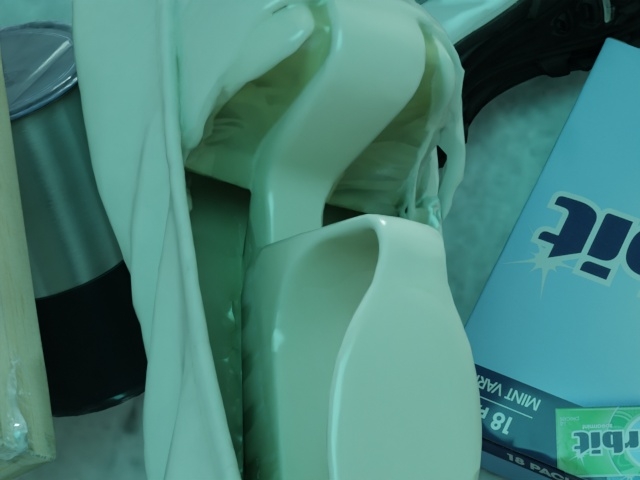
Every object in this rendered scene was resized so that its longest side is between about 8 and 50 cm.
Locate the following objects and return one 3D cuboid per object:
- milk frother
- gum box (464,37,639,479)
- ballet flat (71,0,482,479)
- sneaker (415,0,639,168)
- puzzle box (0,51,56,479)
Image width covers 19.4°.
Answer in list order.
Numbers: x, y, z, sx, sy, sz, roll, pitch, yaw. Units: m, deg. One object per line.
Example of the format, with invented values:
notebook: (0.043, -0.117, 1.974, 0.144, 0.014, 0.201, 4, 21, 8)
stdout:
milk frother: (-0.140, -0.007, 0.748, 0.143, 0.135, 0.129, -20, 30, -6)
gum box: (0.150, 0.026, 0.744, 0.157, 0.041, 0.184, 21, 68, 17)
ballet flat: (0.000, 0.000, 0.614, 0.139, 0.139, 0.400, -8, 61, 4)
sneaker: (0.065, -0.112, 0.794, 0.271, 0.100, 0.108, -32, 59, -8)
puzzle box: (-0.284, 0.028, 0.707, 0.409, 0.052, 0.272, -25, 60, 24)
